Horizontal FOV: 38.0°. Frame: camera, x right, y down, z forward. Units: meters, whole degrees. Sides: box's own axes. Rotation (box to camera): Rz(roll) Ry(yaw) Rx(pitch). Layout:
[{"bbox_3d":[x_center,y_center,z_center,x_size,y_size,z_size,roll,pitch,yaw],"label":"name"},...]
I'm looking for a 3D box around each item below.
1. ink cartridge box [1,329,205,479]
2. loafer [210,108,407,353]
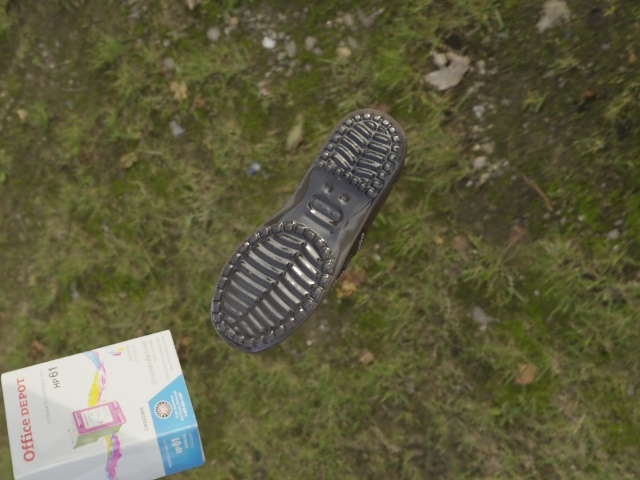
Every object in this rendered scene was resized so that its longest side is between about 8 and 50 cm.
[{"bbox_3d":[-0.152,0.124,0.643,0.052,0.123,0.088,88,162,-47],"label":"ink cartridge box"},{"bbox_3d":[0.000,0.000,1.230,0.134,0.130,0.366,41,96,14],"label":"loafer"}]
